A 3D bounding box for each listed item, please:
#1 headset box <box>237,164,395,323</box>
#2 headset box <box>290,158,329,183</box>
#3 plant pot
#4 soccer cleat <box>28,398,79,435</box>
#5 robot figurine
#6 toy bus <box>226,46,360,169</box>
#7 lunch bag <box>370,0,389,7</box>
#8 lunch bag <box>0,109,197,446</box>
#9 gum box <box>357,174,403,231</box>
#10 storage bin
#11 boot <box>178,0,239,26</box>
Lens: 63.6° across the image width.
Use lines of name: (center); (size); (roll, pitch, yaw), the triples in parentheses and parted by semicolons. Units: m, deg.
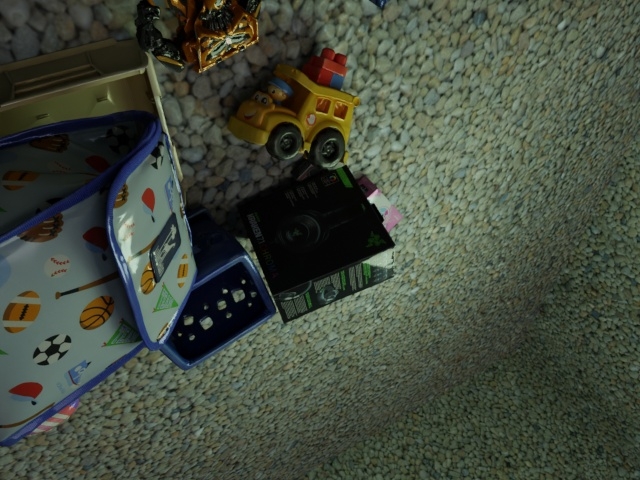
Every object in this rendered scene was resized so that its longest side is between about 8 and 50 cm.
headset box: (0.000, 0.000, 1.113); (0.283, 0.246, 0.131); (-21, 146, -7)
headset box: (-0.022, -0.152, 1.155); (0.062, 0.032, 0.083); (-45, 145, 8)
plant pot: (-0.256, 0.084, 1.049); (0.236, 0.212, 0.236); (-32, 142, -10)
soccer cleat: (-0.661, 0.380, 1.124); (0.248, 0.083, 0.095); (-13, 132, -27)
robot figurine: (-0.159, -0.347, 0.675); (0.211, 0.085, 0.291); (-36, 154, -17)
toy bus: (-0.037, -0.255, 0.957); (0.220, 0.149, 0.212); (3, 113, -39)
lunch bag: (0.100, -0.465, 0.903); (0.065, 0.067, 0.098); (-38, 142, -3)
lunch bag: (-0.350, 0.034, 0.708); (0.385, 0.239, 0.328); (-36, 146, -32)
gum box: (0.125, -0.078, 1.332); (0.107, 0.062, 0.188); (-44, 143, 6)
storage bin: (-0.359, -0.143, 0.799); (0.260, 0.123, 0.262); (-23, 140, -20)
boot: (-0.205, -0.429, 0.694); (0.264, 0.096, 0.280); (-29, 151, -24)
